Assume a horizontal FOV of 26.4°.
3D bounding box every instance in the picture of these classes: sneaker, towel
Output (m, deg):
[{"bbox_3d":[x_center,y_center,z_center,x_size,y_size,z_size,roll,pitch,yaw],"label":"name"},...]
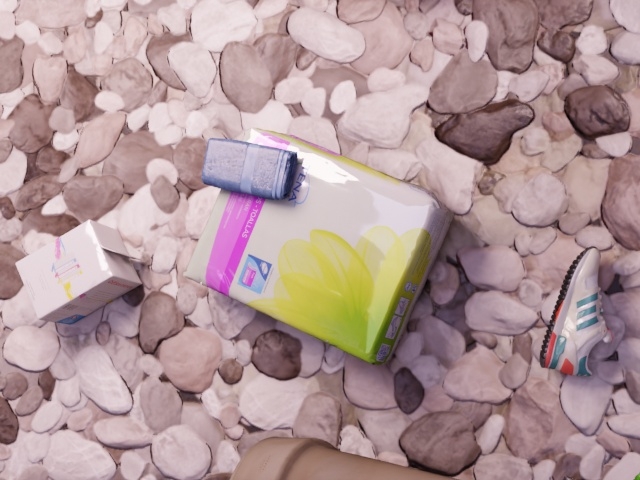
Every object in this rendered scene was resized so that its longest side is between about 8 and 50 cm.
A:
[{"bbox_3d":[0.325,0.090,1.667,0.075,0.057,0.161,20,88,3],"label":"sneaker"},{"bbox_3d":[-0.090,-0.091,1.728,0.119,0.029,0.067,12,87,20],"label":"towel"}]

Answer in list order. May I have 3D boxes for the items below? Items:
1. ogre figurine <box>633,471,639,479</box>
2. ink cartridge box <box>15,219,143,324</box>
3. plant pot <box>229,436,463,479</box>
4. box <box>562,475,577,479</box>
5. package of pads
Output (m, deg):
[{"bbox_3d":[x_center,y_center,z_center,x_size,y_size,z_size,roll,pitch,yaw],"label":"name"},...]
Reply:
[{"bbox_3d":[0.465,0.276,1.561,0.197,0.097,0.118,-20,77,-31],"label":"ogre figurine"},{"bbox_3d":[-0.321,0.041,1.860,0.143,0.092,0.090,-29,74,11],"label":"ink cartridge box"},{"bbox_3d":[0.071,0.379,1.550,0.280,0.323,0.323,-7,81,23],"label":"plant pot"},{"bbox_3d":[0.305,0.414,1.590,0.159,0.044,0.233,24,88,46],"label":"box"},{"bbox_3d":[0.000,0.000,1.754,0.296,0.101,0.229,24,92,20],"label":"package of pads"}]
